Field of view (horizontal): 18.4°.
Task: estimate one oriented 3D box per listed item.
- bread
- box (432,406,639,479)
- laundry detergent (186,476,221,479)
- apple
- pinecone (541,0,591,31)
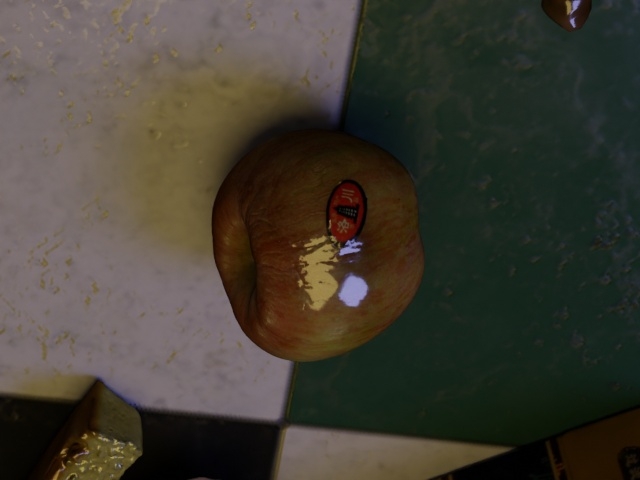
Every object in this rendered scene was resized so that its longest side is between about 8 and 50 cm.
[{"bbox_3d":[-0.176,0.194,1.191,0.049,0.088,0.226,27,116,-16],"label":"bread"},{"bbox_3d":[0.120,0.197,1.174,0.237,0.152,0.070,-22,119,10],"label":"box"},{"bbox_3d":[-0.060,0.305,1.233,0.088,0.159,0.335,19,139,34],"label":"laundry detergent"},{"bbox_3d":[-0.001,0.002,1.073,0.102,0.126,0.126,-12,123,-25],"label":"apple"},{"bbox_3d":[0.144,-0.247,0.879,0.244,0.244,0.309,19,98,-14],"label":"pinecone"}]
